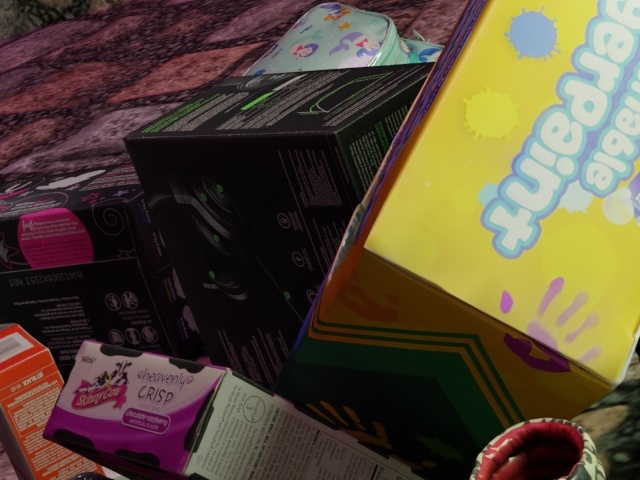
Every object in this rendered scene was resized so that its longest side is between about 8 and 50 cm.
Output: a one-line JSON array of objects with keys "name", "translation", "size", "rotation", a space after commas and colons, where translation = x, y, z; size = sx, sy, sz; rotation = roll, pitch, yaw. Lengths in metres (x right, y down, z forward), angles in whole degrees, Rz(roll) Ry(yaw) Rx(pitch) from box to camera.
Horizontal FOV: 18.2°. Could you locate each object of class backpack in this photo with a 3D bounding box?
[{"name": "backpack", "translation": [0.037, -0.106, 1.932], "size": [0.225, 0.191, 0.253], "rotation": [-46, 40, -17]}]

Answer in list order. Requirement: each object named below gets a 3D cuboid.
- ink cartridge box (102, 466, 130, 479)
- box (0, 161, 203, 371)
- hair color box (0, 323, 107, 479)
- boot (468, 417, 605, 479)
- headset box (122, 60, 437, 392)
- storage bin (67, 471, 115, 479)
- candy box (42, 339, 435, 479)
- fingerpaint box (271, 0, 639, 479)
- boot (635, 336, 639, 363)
[{"name": "ink cartridge box", "translation": [-0.114, 0.167, 1.552], "size": [0.115, 0.029, 0.063], "rotation": [-21, 17, -4]}, {"name": "box", "translation": [-0.213, 0.026, 1.855], "size": [0.247, 0.163, 0.142], "rotation": [-7, 18, 34]}, {"name": "hair color box", "translation": [-0.199, 0.152, 1.459], "size": [0.053, 0.167, 0.093], "rotation": [-26, 19, -17]}, {"name": "boot", "translation": [0.117, 0.207, 0.950], "size": [0.085, 0.178, 0.236], "rotation": [-15, 18, 14]}, {"name": "headset box", "translation": [0.000, 0.000, 1.576], "size": [0.131, 0.246, 0.283], "rotation": [-34, 22, -36]}, {"name": "storage bin", "translation": [-0.170, 0.239, 1.246], "size": [0.180, 0.122, 0.084], "rotation": [-29, 20, -27]}, {"name": "candy box", "translation": [-0.030, 0.144, 1.221], "size": [0.159, 0.233, 0.071], "rotation": [6, 68, 52]}, {"name": "fingerpaint box", "translation": [0.154, -0.094, 1.257], "size": [0.445, 0.163, 0.371], "rotation": [-62, 0, -18]}, {"name": "boot", "translation": [0.304, -0.027, 1.190], "size": [0.260, 0.348, 0.131], "rotation": [-15, 17, -1]}]
